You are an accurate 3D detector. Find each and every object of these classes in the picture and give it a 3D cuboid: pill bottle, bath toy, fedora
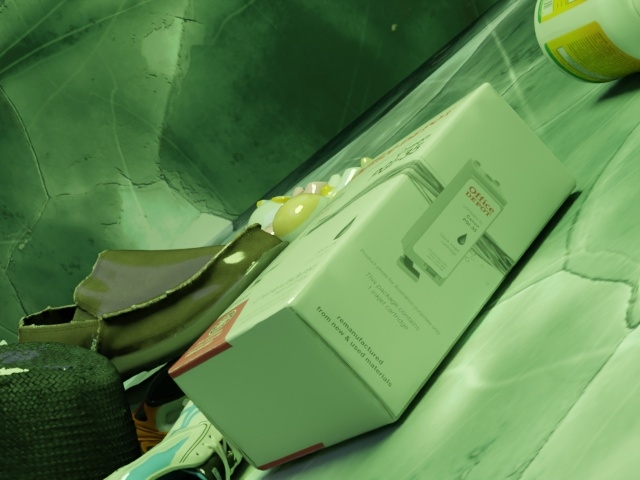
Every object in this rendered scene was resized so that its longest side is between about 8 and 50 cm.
[{"bbox_3d":[0.277,-0.208,1.282,0.117,0.117,0.208,-44,7,-11],"label":"pill bottle"},{"bbox_3d":[0.000,0.000,1.567,0.151,0.129,0.348,2,-7,-20],"label":"bath toy"},{"bbox_3d":[-0.279,0.173,1.305,0.334,0.152,0.334,-3,4,0],"label":"fedora"}]

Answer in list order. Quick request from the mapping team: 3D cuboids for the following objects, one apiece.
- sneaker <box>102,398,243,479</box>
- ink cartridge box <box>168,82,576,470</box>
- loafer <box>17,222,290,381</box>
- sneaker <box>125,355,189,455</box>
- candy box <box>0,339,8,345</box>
[{"bbox_3d":[-0.098,0.186,1.201,0.086,0.085,0.237,3,26,30],"label":"sneaker"},{"bbox_3d":[0.042,0.029,1.143,0.283,0.117,0.207,-48,9,-35],"label":"ink cartridge box"},{"bbox_3d":[-0.190,0.067,1.484,0.366,0.130,0.134,-29,2,29],"label":"loafer"},{"bbox_3d":[-0.166,0.180,1.535,0.262,0.099,0.121,-28,7,35],"label":"sneaker"},{"bbox_3d":[-0.404,0.251,1.909,0.165,0.196,0.070,-37,10,39],"label":"candy box"}]
